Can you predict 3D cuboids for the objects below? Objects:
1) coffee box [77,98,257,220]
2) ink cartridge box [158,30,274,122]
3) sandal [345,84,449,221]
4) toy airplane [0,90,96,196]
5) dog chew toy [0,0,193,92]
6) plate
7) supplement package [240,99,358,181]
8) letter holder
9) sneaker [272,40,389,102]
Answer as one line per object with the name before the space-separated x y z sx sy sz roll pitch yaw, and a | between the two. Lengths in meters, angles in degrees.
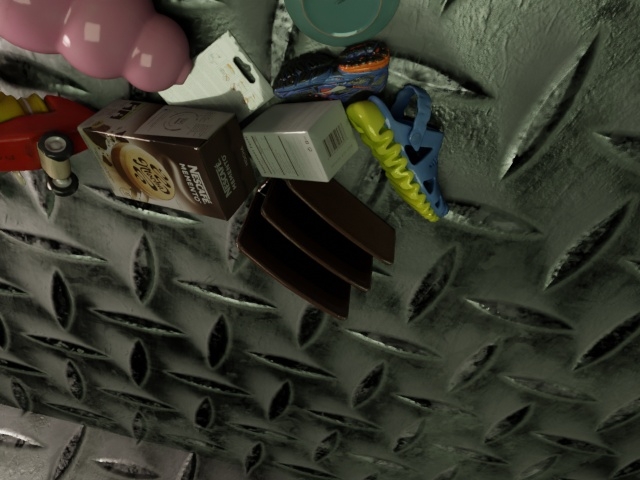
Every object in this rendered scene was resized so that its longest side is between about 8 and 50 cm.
coffee box | -0.290 -0.160 0.889 0.297 0.119 0.168 13 138 24
ink cartridge box | -0.199 -0.290 0.886 0.179 0.045 0.145 -34 118 12
sandal | 0.182 -0.161 0.869 0.138 0.126 0.317 -40 129 1
toy airplane | -0.676 -0.218 0.865 0.386 0.273 0.384 -27 158 15
dog chew toy | -0.366 -0.362 0.743 0.331 0.207 0.206 28 130 -24
plate | 0.033 -0.383 0.724 0.188 0.024 0.188 2 149 1
supplement package | -0.041 -0.183 0.848 0.179 0.105 0.105 12 141 41
letter holder | 0.000 0.000 0.972 0.301 0.214 0.152 37 127 -21
sneaker | 0.018 -0.280 0.819 0.221 0.083 0.087 -3 143 19
